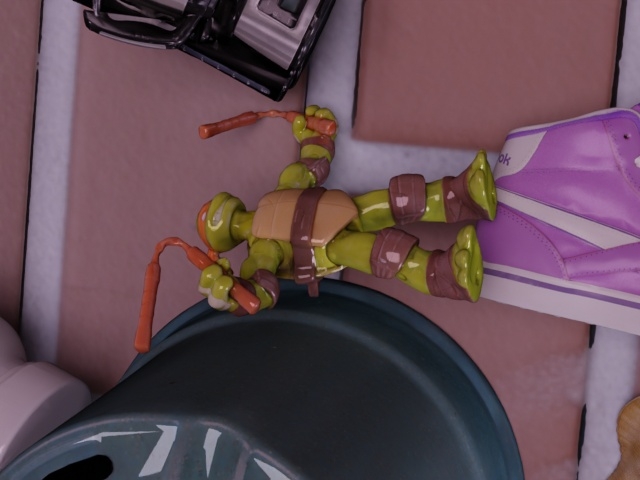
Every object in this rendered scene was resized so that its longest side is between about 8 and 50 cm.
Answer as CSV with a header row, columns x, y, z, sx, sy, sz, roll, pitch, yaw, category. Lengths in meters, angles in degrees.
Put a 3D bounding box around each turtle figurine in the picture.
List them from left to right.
x,y,z,sx,sy,sz,roll,pitch,yaw,category
0.000,0.000,0.859,0.217,0.269,0.087,2,126,18,turtle figurine

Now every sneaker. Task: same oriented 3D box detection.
x,y,z,sx,sy,sz,roll,pitch,yaw,category
0.248,-0.010,0.865,0.282,0.102,0.161,14,93,12,sneaker

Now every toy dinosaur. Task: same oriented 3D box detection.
x,y,z,sx,sy,sz,roll,pitch,yaw,category
0.242,0.157,0.908,0.092,0.053,0.183,42,114,19,toy dinosaur

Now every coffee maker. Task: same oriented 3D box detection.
x,y,z,sx,sy,sz,roll,pitch,yaw,category
-0.079,-0.187,0.916,0.178,0.171,0.120,26,106,-7,coffee maker

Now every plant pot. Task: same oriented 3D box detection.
x,y,z,sx,sy,sz,roll,pitch,yaw,category
-0.049,0.204,0.825,0.341,0.334,0.341,1,92,13,plant pot

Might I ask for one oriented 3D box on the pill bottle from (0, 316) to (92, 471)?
x,y,z,sx,sy,sz,roll,pitch,yaw,category
-0.321,0.103,0.959,0.278,0.162,0.162,26,98,16,pill bottle
